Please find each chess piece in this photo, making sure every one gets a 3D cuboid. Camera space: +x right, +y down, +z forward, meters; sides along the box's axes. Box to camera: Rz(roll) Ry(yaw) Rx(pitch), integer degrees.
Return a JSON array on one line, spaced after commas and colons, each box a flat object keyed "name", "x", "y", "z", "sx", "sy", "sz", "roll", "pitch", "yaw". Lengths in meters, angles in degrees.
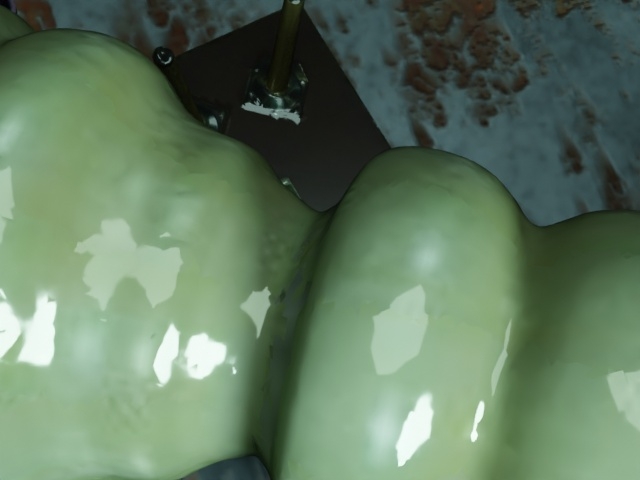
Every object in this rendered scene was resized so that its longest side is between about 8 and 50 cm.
[{"name": "chess piece", "x": -0.003, "y": 0.034, "z": 0.397, "sx": 0.330, "sy": 0.182, "sz": 0.182, "roll": 13, "pitch": 70, "yaw": 11}]

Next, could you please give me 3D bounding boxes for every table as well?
[{"name": "table", "x": 0.000, "y": 0.000, "z": 0.547, "sx": 0.121, "sy": 0.111, "sz": 0.240, "roll": -28, "pitch": 79, "yaw": -15}]

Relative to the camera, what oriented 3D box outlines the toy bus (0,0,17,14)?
[{"name": "toy bus", "x": -0.205, "y": -0.027, "z": 0.511, "sx": 0.096, "sy": 0.108, "sz": 0.199, "roll": 21, "pitch": 63, "yaw": -10}]
